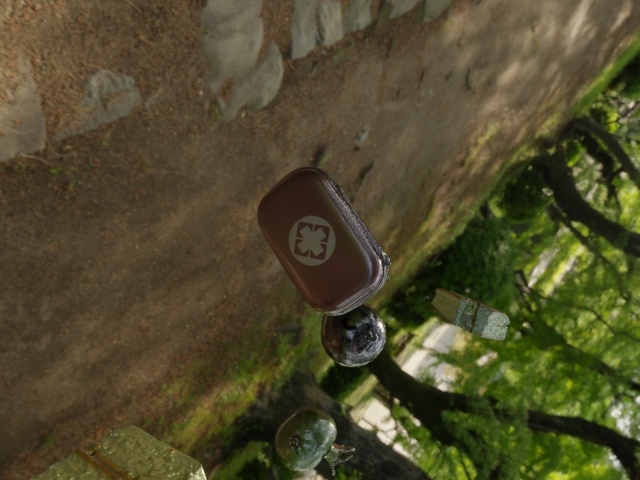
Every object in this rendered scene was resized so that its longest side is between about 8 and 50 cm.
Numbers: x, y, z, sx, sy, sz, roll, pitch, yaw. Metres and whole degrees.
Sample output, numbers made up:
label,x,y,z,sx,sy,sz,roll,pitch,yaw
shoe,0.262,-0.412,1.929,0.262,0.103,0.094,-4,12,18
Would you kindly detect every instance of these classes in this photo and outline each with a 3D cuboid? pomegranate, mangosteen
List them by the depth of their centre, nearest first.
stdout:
label,x,y,z,sx,sy,sz,roll,pitch,yaw
pomegranate,-0.012,0.497,1.463,0.152,0.191,0.131,-44,-162,12
mangosteen,0.095,0.308,2.035,0.228,0.265,0.228,-5,100,-31

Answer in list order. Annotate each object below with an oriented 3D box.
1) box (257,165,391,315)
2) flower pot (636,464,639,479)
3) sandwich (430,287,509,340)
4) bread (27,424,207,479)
label,x,y,z,sx,sy,sz,roll,pitch,yaw
box,0.000,0.000,1.612,0.263,0.403,0.108,-37,169,19
flower pot,0.625,0.374,0.770,0.379,0.379,0.251,-56,137,-8
sandwich,0.445,0.220,1.783,0.088,0.245,0.090,-19,132,-76
bread,-0.368,0.508,1.110,0.263,0.236,0.198,-19,115,-60
